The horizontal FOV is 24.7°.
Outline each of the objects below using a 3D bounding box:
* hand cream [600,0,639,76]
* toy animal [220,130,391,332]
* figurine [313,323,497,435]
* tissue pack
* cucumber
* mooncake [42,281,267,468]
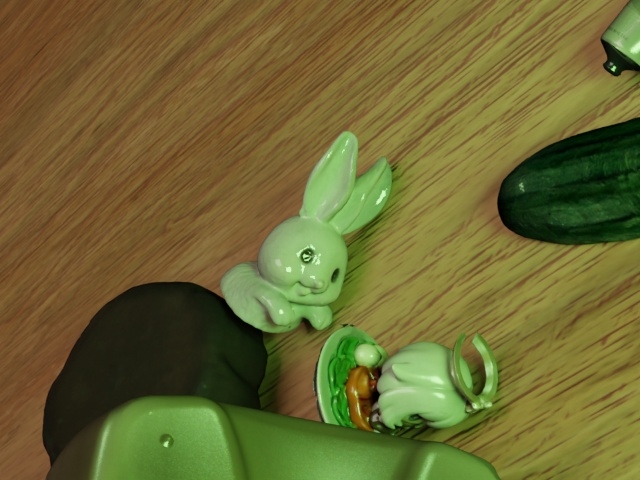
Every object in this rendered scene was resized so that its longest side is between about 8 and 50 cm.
[{"bbox_3d":[0.317,-0.224,1.304,0.186,0.054,0.087,-53,38,7],"label":"hand cream"},{"bbox_3d":[0.000,0.002,1.548,0.220,0.104,0.130,-51,34,23],"label":"toy animal"},{"bbox_3d":[0.087,0.129,1.349,0.154,0.132,0.132,-15,57,35],"label":"figurine"},{"bbox_3d":[-0.044,0.290,1.176,0.277,0.387,0.267,129,148,-53],"label":"tissue pack"},{"bbox_3d":[0.240,-0.054,1.291,0.244,0.063,0.115,-19,54,50],"label":"cucumber"},{"bbox_3d":[-0.176,0.185,1.647,0.283,0.141,0.283,-26,48,32],"label":"mooncake"}]
